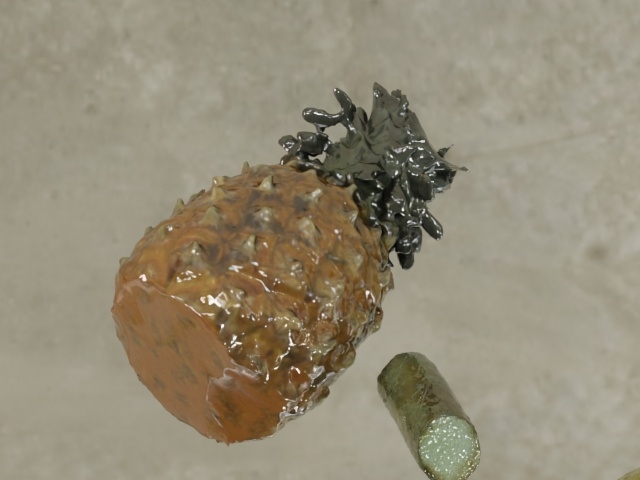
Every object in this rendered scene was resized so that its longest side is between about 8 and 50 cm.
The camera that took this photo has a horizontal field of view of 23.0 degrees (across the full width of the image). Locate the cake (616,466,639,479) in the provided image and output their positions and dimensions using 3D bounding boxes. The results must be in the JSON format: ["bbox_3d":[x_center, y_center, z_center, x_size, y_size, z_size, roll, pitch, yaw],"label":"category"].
[{"bbox_3d":[0.129,0.163,0.345,0.260,0.179,0.156,44,107,-3],"label":"cake"}]

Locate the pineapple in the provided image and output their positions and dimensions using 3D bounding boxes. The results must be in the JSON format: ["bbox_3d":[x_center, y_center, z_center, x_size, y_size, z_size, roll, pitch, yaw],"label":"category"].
[{"bbox_3d":[0.000,0.000,1.008,0.157,0.278,0.158,27,139,26],"label":"pineapple"}]

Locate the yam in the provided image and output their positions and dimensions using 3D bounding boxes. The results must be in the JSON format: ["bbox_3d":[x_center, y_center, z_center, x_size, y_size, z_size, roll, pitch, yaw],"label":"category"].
[{"bbox_3d":[0.064,0.104,0.938,0.043,0.094,0.043,-6,115,-12],"label":"yam"}]
